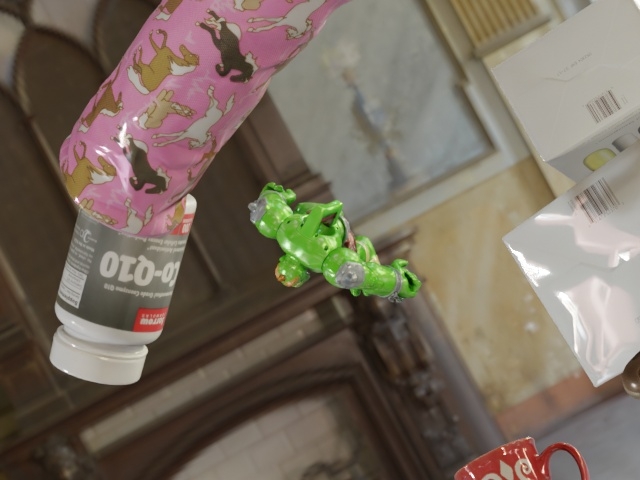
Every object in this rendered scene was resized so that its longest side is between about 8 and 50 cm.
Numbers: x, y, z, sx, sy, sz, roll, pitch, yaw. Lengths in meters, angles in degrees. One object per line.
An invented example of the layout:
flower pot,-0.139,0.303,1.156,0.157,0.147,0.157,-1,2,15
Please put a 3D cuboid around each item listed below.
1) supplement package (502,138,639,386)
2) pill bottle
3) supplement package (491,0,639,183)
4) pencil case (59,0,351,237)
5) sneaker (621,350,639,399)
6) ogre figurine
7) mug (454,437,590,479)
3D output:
supplement package,0.374,0.002,1.507,0.145,0.204,0.262,-20,-14,-47
pill bottle,-0.290,0.054,1.982,0.161,0.283,0.161,15,10,-3
supplement package,0.360,-0.190,1.751,0.194,0.149,0.203,-32,-19,18
pencil case,-0.118,-0.173,1.393,0.167,0.160,0.386,21,-56,-34
sneaker,0.349,0.075,1.245,0.188,0.071,0.066,-31,28,14
ogre figurine,0.000,0.000,1.407,0.097,0.197,0.118,-41,-15,19
mug,0.262,0.336,1.693,0.113,0.169,0.150,-6,-28,-41
